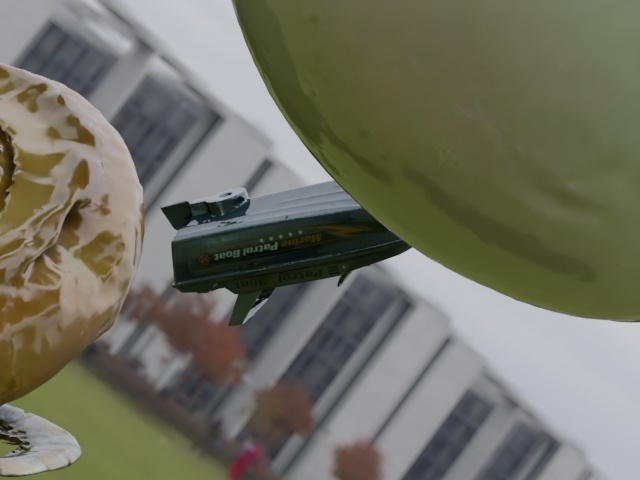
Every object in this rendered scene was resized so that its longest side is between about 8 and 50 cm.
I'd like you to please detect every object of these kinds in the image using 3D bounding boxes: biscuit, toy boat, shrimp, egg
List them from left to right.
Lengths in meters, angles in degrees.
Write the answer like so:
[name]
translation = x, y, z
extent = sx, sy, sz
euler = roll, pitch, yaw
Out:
[biscuit]
translation = -0.248, -0.014, 1.074
extent = 0.296, 0.296, 0.102
euler = 33, -42, 33
[shrimp]
translation = -0.316, 0.176, 1.685
extent = 0.195, 0.035, 0.148
euler = 14, 18, 26
[toy boat]
translation = 0.000, 0.000, 1.454
extent = 0.093, 0.246, 0.103
euler = -45, 121, -62
[egg]
translation = 0.110, -0.120, 0.837
extent = 0.345, 0.283, 0.283
euler = 32, -4, -20
